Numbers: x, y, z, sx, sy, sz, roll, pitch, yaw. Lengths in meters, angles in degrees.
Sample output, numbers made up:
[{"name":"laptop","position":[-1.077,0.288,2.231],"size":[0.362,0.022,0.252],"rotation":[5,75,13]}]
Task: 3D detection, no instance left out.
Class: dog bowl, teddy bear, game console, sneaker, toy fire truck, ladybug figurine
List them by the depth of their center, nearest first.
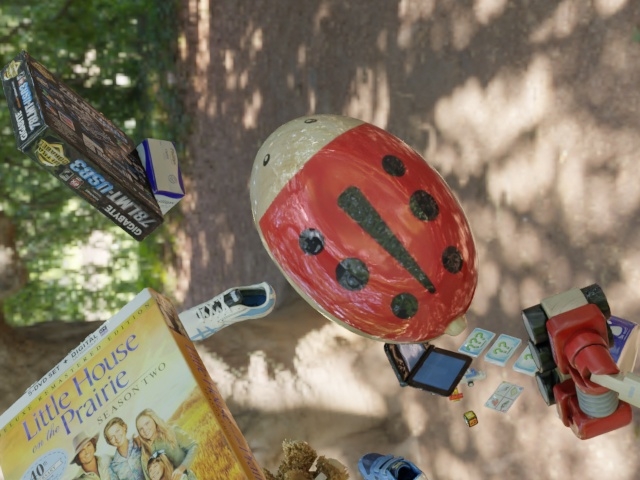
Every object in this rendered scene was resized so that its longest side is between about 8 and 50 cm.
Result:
[{"name":"toy fire truck","position":[0.412,0.207,1.314],"size":[0.246,0.158,0.217],"rotation":[-107,-3,-52]},{"name":"sneaker","position":[0.112,0.348,1.392],"size":[0.144,0.053,0.059],"rotation":[17,137,45]},{"name":"ladybug figurine","position":[0.076,-0.022,1.482],"size":[0.449,0.305,0.162],"rotation":[44,175,5]},{"name":"game console","position":[0.193,0.200,1.650],"size":[0.085,0.144,0.124],"rotation":[-19,102,32]},{"name":"sneaker","position":[-0.208,0.143,1.953],"size":[0.086,0.237,0.085],"rotation":[90,155,-48]},{"name":"teddy bear","position":[-0.049,0.583,2.051],"size":[0.113,0.245,0.338],"rotation":[-53,22,34]},{"name":"dog bowl","position":[0.631,0.296,2.097],"size":[0.104,0.265,0.265],"rotation":[17,117,27]}]

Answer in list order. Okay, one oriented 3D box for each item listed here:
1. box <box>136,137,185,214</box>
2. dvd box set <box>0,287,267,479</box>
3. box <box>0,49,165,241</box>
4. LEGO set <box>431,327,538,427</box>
[{"name":"box","position":[-0.345,-0.116,1.861],"size":[0.137,0.072,0.126],"rotation":[-36,59,38]},{"name":"dvd box set","position":[-0.239,0.296,1.149],"size":[0.062,0.307,0.420],"rotation":[44,-173,-49]},{"name":"box","position":[-0.427,-0.171,1.661],"size":[0.295,0.073,0.293],"rotation":[43,-171,-42]},{"name":"LEGO set","position":[0.319,0.261,1.846],"size":[0.182,0.244,0.060],"rotation":[16,137,39]}]
